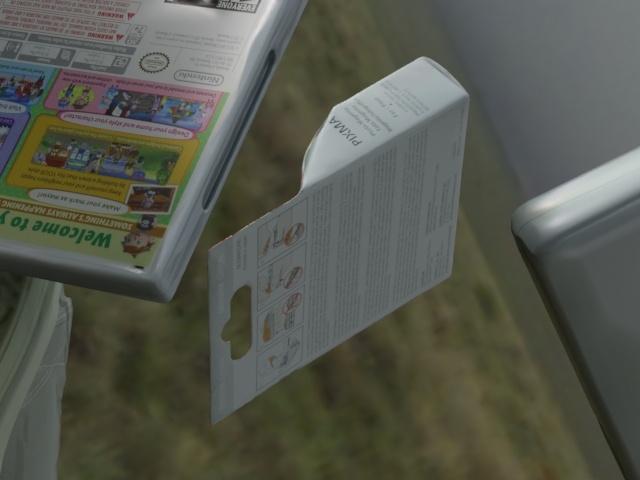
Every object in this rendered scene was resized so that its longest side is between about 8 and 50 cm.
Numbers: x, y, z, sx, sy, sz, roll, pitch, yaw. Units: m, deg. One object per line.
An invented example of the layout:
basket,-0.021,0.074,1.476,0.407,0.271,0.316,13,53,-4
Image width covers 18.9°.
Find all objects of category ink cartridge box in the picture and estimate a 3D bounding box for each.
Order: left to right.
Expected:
ink cartridge box,0.000,0.000,1.335,0.066,0.232,0.189,45,-30,33

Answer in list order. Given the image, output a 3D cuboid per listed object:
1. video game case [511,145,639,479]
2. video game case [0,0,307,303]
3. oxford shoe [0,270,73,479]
video game case,0.263,0.041,0.625,0.300,0.329,0.036,62,3,-30
video game case,-0.131,-0.071,0.983,0.193,0.212,0.023,-67,151,-24
oxford shoe,-0.209,0.101,1.074,0.130,0.169,0.449,12,80,-66
